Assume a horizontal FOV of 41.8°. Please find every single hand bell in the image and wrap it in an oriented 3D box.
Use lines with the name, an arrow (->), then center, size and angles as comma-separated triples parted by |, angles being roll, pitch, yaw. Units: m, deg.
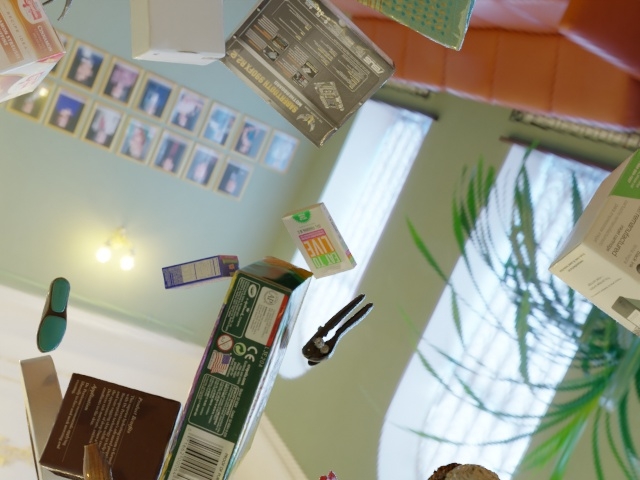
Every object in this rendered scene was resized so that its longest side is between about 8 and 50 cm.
hand bell -> -0.310, 0.415, 1.220 | 0.126, 0.242, 0.126 | -14, 177, -1

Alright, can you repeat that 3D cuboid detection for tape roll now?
tape roll -> -0.586, 0.444, 1.813 | 0.071, 0.392, 0.392 | -9, -159, -23

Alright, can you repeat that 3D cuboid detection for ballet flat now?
ballet flat -> -0.556, 0.159, 1.750 | 0.057, 0.168, 0.052 | 20, 154, -25

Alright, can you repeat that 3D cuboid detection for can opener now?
can opener -> 0.032, 0.178, 1.705 | 0.059, 0.186, 0.073 | 44, 165, -4

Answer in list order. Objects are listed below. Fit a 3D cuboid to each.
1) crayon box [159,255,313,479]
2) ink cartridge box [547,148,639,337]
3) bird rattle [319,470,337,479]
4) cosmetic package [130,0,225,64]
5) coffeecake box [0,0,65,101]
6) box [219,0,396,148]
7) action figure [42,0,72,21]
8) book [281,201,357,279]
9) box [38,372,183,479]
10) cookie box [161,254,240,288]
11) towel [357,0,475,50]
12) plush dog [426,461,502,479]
crayon box -> -0.130, 0.220, 1.426 | 0.106, 0.363, 0.313 | 21, -175, 5
ink cartridge box -> 0.527, 0.036, 1.260 | 0.289, 0.211, 0.121 | 36, 155, 4
bird rattle -> 0.002, 0.588, 1.642 | 0.143, 0.254, 0.207 | 31, -154, 19
cosmetic package -> -0.203, -0.370, 1.176 | 0.117, 0.231, 0.085 | -1, -178, -30
coffeecake box -> -0.350, -0.155, 0.778 | 0.185, 0.068, 0.142 | -30, -171, -30
box -> -0.023, -0.288, 1.335 | 0.231, 0.183, 0.056 | 40, -157, -15
action figure -> -0.357, -0.473, 1.258 | 0.140, 0.276, 0.164 | -3, 168, 25
book -> 0.000, 0.000, 1.624 | 0.096, 0.144, 0.035 | -16, -158, 38
box -> -0.366, 0.356, 1.497 | 0.203, 0.169, 0.167 | 17, 157, -1
cookie box -> -0.201, 0.054, 1.424 | 0.107, 0.040, 0.092 | -12, 174, 13
towel -> 0.047, -0.411, 1.070 | 0.370, 0.040, 0.271 | 29, 157, 8
plush dog -> 0.272, 0.485, 1.403 | 0.210, 0.226, 0.262 | -13, -170, -29
